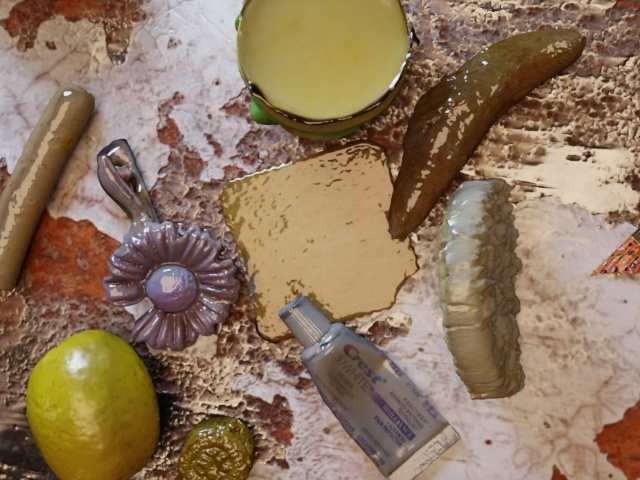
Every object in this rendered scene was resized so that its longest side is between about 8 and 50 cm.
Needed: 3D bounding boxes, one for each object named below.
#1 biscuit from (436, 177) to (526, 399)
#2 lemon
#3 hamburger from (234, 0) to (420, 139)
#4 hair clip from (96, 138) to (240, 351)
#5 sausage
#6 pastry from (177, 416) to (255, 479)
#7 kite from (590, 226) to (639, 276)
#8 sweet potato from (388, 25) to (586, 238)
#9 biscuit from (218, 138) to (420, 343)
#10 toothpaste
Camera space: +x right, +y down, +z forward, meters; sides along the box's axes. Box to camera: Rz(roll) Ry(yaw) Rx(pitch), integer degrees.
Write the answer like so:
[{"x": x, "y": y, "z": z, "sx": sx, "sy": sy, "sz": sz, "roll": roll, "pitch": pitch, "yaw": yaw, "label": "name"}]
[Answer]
[{"x": 0.189, "y": 0.053, "z": 1.017, "sx": 0.084, "sy": 0.179, "sz": 0.281, "roll": -5, "pitch": 80, "yaw": 28, "label": "biscuit"}, {"x": -0.289, "y": 0.221, "z": 1.068, "sx": 0.170, "sy": 0.170, "sz": 0.207, "roll": -20, "pitch": 88, "yaw": 6, "label": "lemon"}, {"x": -0.001, "y": -0.234, "z": 1.051, "sx": 0.237, "sy": 0.149, "sz": 0.237, "roll": 0, "pitch": 85, "yaw": -1, "label": "hamburger"}, {"x": -0.227, "y": -0.001, "z": 1.111, "sx": 0.173, "sy": 0.069, "sz": 0.300, "roll": -29, "pitch": 86, "yaw": 5, "label": "hair clip"}, {"x": -0.393, "y": -0.074, "z": 1.138, "sx": 0.065, "sy": 0.066, "sz": 0.301, "roll": 24, "pitch": 90, "yaw": 7, "label": "sausage"}, {"x": -0.136, "y": 0.286, "z": 1.102, "sx": 0.097, "sy": 0.057, "sz": 0.109, "roll": 34, "pitch": 95, "yaw": 1, "label": "pastry"}, {"x": 0.459, "y": -0.009, "z": 1.060, "sx": 0.222, "sy": 0.008, "sz": 0.125, "roll": 2, "pitch": 87, "yaw": 7, "label": "kite"}, {"x": 0.178, "y": -0.155, "z": 1.053, "sx": 0.114, "sy": 0.092, "sz": 0.341, "roll": 44, "pitch": 94, "yaw": 14, "label": "sweet potato"}, {"x": 0.000, "y": 0.000, "z": 1.111, "sx": 0.236, "sy": 0.013, "sz": 0.232, "roll": -17, "pitch": 87, "yaw": 7, "label": "biscuit"}, {"x": 0.050, "y": 0.188, "z": 1.080, "sx": 0.099, "sy": 0.068, "sz": 0.282, "roll": -39, "pitch": 93, "yaw": 32, "label": "toothpaste"}]
